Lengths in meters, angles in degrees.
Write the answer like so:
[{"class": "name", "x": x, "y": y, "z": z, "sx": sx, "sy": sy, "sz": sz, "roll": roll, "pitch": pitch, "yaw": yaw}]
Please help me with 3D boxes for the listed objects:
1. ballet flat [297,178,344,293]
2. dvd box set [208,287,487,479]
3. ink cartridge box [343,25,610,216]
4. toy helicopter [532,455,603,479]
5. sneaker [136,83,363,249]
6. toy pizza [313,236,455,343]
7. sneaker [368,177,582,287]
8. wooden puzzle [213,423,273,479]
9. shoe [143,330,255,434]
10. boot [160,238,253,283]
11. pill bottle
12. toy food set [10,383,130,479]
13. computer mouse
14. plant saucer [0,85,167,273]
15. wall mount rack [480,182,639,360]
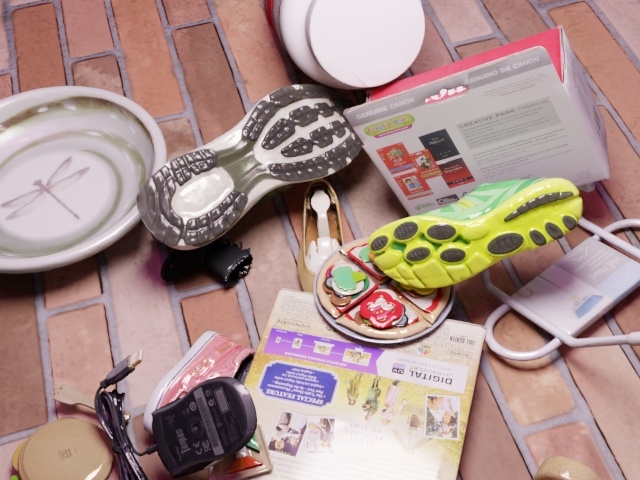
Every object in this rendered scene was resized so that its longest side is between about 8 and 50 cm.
[{"class": "ballet flat", "x": 0.000, "y": 0.000, "z": 1.475, "sx": 0.080, "sy": 0.073, "sz": 0.232, "roll": -6, "pitch": 50, "yaw": -2}, {"class": "dvd box set", "x": 0.033, "y": 0.266, "z": 1.259, "sx": 0.308, "sy": 0.062, "sz": 0.420, "roll": 9, "pitch": 51, "yaw": 12}, {"class": "ink cartridge box", "x": 0.229, "y": -0.179, "z": 1.411, "sx": 0.310, "sy": 0.272, "sz": 0.130, "roll": -15, "pitch": 46, "yaw": 26}, {"class": "toy helicopter", "x": 0.404, "y": 0.333, "z": 1.062, "sx": 0.355, "sy": 0.235, "sz": 0.140, "roll": 25, "pitch": 57, "yaw": 23}, {"class": "sneaker", "x": -0.115, "y": -0.114, "z": 1.510, "sx": 0.410, "sy": 0.182, "sz": 0.158, "roll": -29, "pitch": 91, "yaw": -23}, {"class": "toy pizza", "x": 0.090, "y": 0.061, "z": 1.369, "sx": 0.201, "sy": 0.032, "sz": 0.201, "roll": -1, "pitch": 47, "yaw": 1}, {"class": "sneaker", "x": 0.214, "y": -0.013, "z": 1.341, "sx": 0.296, "sy": 0.109, "sz": 0.123, "roll": -15, "pitch": 10, "yaw": 10}, {"class": "wooden puzzle", "x": -0.102, "y": 0.268, "z": 1.217, "sx": 0.079, "sy": 0.014, "sz": 0.116, "roll": -22, "pitch": 51, "yaw": -12}, {"class": "shoe", "x": -0.163, "y": 0.202, "z": 1.324, "sx": 0.081, "sy": 0.063, "sz": 0.178, "roll": 18, "pitch": 49, "yaw": 24}, {"class": "boot", "x": -0.171, "y": 0.038, "z": 1.475, "sx": 0.099, "sy": 0.045, "sz": 0.121, "roll": 28, "pitch": 51, "yaw": 28}, {"class": "pill bottle", "x": 0.037, "y": -0.377, "z": 1.588, "sx": 0.229, "sy": 0.229, "sz": 0.407, "roll": -12, "pitch": 22, "yaw": -6}, {"class": "toy food set", "x": -0.342, "y": 0.293, "z": 1.287, "sx": 0.132, "sy": 0.038, "sz": 0.192, "roll": 19, "pitch": 49, "yaw": 10}, {"class": "computer mouse", "x": -0.179, "y": 0.212, "z": 1.224, "sx": 0.060, "sy": 0.262, "sz": 0.184, "roll": -1, "pitch": 60, "yaw": -54}, {"class": "plant saucer", "x": -0.439, "y": -0.085, "z": 1.561, "sx": 0.401, "sy": 0.100, "sz": 0.400, "roll": -3, "pitch": 50, "yaw": 3}, {"class": "wall mount rack", "x": 0.399, "y": 0.050, "z": 1.343, "sx": 0.350, "sy": 0.130, "sz": 0.304, "roll": -34, "pitch": 43, "yaw": -21}]
